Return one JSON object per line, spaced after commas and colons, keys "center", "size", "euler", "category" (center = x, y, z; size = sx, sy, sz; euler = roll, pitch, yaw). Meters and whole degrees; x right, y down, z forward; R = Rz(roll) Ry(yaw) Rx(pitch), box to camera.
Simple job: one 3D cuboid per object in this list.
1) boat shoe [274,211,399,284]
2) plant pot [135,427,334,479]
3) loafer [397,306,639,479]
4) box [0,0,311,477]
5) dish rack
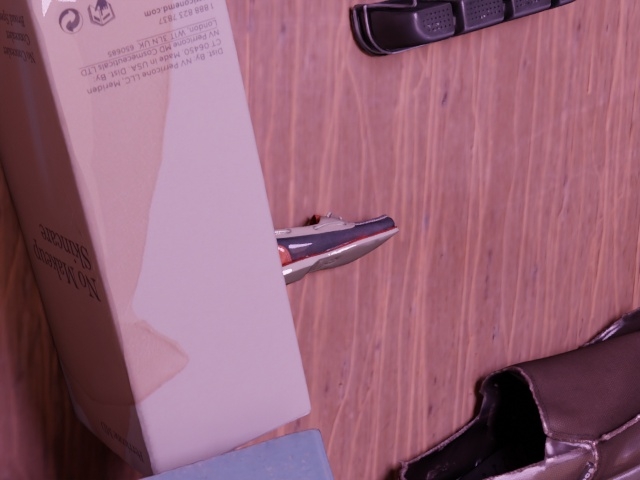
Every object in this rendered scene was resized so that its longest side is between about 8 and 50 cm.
{"center": [0.000, 0.000, 0.908], "size": [0.137, 0.049, 0.043], "euler": [-18, 72, -31], "category": "boat shoe"}
{"center": [-0.099, 0.299, 0.719], "size": [0.247, 0.248, 0.252], "euler": [-11, 65, -32], "category": "plant pot"}
{"center": [0.214, 0.160, 1.039], "size": [0.366, 0.134, 0.130], "euler": [-37, 120, -23], "category": "loafer"}
{"center": [-0.116, -0.021, 0.759], "size": [0.121, 0.148, 0.311], "euler": [-22, 112, -28], "category": "box"}
{"center": [0.111, -0.290, 0.900], "size": [0.208, 0.074, 0.272], "euler": [-21, 111, -31], "category": "dish rack"}
